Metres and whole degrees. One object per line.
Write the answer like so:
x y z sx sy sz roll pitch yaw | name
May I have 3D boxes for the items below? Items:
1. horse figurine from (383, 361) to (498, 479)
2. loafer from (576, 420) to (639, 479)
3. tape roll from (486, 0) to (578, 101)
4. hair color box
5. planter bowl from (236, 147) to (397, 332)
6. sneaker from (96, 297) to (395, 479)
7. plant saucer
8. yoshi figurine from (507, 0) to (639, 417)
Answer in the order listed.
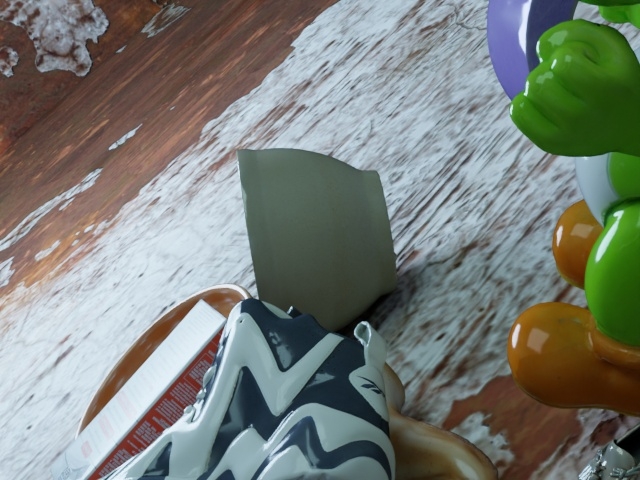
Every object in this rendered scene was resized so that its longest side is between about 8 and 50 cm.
0.008 0.134 0.862 0.174 0.066 0.263 -41 23 9 | horse figurine
0.166 0.109 0.701 0.125 0.039 0.045 -38 22 -3 | loafer
0.219 -0.152 0.953 0.189 0.189 0.080 -37 21 0 | tape roll
-0.113 0.126 0.956 0.167 0.053 0.093 -47 17 -6 | hair color box
0.000 0.000 1.054 0.109 0.162 0.162 -10 23 -1 | planter bowl
-0.052 0.112 0.806 0.235 0.094 0.153 -27 34 36 | sneaker
-0.118 0.122 1.090 0.200 0.037 0.200 -36 26 21 | plant saucer
0.156 -0.090 0.673 0.203 0.362 0.203 -15 47 -23 | yoshi figurine
